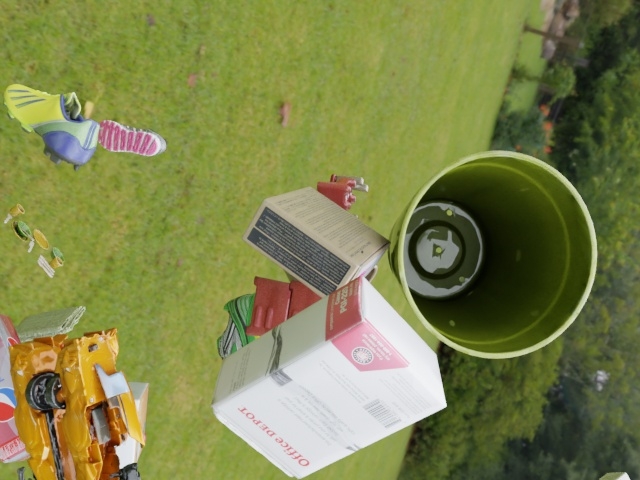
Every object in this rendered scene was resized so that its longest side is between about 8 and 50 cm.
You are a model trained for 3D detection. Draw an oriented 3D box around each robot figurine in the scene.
[{"bbox_3d":[-0.277,0.255,0.785,0.085,0.211,0.290,-16,95,-55],"label":"robot figurine"}]

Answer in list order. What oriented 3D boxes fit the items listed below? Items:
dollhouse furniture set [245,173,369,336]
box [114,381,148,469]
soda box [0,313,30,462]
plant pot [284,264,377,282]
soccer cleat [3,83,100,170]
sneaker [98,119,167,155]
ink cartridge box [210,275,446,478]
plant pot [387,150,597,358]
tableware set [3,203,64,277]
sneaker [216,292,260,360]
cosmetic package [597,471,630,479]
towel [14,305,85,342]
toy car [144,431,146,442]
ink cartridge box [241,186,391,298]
[{"bbox_3d":[-0.019,0.028,1.362,0.201,0.152,0.374,42,56,-70],"label":"dollhouse furniture set"},{"bbox_3d":[-0.373,0.336,1.211,0.170,0.091,0.130,173,-79,-81],"label":"box"},{"bbox_3d":[-0.569,0.262,1.195,0.084,0.263,0.092,-27,167,-9],"label":"soda box"},{"bbox_3d":[-0.002,0.084,1.946,0.263,0.229,0.263,-38,162,-15],"label":"plant pot"},{"bbox_3d":[-0.511,-0.243,1.271,0.121,0.289,0.093,-57,147,8],"label":"soccer cleat"},{"bbox_3d":[-0.400,-0.215,1.414,0.075,0.171,0.063,-10,113,-68],"label":"sneaker"},{"bbox_3d":[0.008,0.164,0.763,0.218,0.158,0.092,-34,-155,20],"label":"ink cartridge box"},{"bbox_3d":[0.288,0.022,1.332,0.353,0.367,0.366,-173,-73,-81],"label":"plant pot"},{"bbox_3d":[-0.566,-0.004,1.322,0.024,0.154,0.104,-30,-155,2],"label":"tableware set"},{"bbox_3d":[-0.176,0.296,1.598,0.134,0.146,0.343,43,44,-56],"label":"sneaker"},{"bbox_3d":[0.606,0.541,1.411,0.115,0.041,0.060,-22,169,-25],"label":"cosmetic package"},{"bbox_3d":[-0.590,0.182,1.424,0.110,0.148,0.027,-82,160,-71],"label":"towel"},{"bbox_3d":[-0.515,0.519,1.494,0.239,0.053,0.225,-23,170,-36],"label":"toy car"},{"bbox_3d":[0.000,0.000,1.153,0.088,0.193,0.235,-57,170,18],"label":"ink cartridge box"}]
